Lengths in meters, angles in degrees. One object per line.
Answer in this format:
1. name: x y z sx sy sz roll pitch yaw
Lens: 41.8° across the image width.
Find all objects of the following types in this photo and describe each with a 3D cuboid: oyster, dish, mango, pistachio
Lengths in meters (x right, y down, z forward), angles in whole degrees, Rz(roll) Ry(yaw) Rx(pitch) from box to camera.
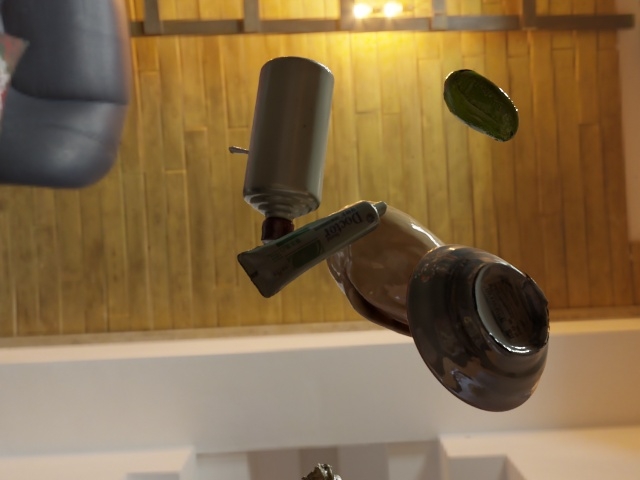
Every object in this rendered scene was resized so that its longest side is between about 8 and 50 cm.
1. oyster: 0.013 0.600 1.838 0.072 0.133 0.209 -12 -121 52
2. dish: 0.251 0.109 1.206 0.085 0.260 0.260 -38 -135 47
3. mango: 0.278 -0.229 1.453 0.165 0.091 0.074 53 -10 22
4. pistachio: 0.146 0.058 1.432 0.214 0.318 0.193 -59 -176 -34

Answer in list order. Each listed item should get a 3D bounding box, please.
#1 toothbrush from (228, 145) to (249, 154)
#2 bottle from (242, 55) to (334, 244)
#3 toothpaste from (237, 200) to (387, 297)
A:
1. toothbrush: -0.124 -0.161 1.606 0.204 0.017 0.022 21 -60 54
2. bottle: -0.044 -0.112 1.105 0.104 0.104 0.245 83 12 -75
3. toothpaste: 0.000 0.000 1.026 0.064 0.218 0.041 55 -33 12
